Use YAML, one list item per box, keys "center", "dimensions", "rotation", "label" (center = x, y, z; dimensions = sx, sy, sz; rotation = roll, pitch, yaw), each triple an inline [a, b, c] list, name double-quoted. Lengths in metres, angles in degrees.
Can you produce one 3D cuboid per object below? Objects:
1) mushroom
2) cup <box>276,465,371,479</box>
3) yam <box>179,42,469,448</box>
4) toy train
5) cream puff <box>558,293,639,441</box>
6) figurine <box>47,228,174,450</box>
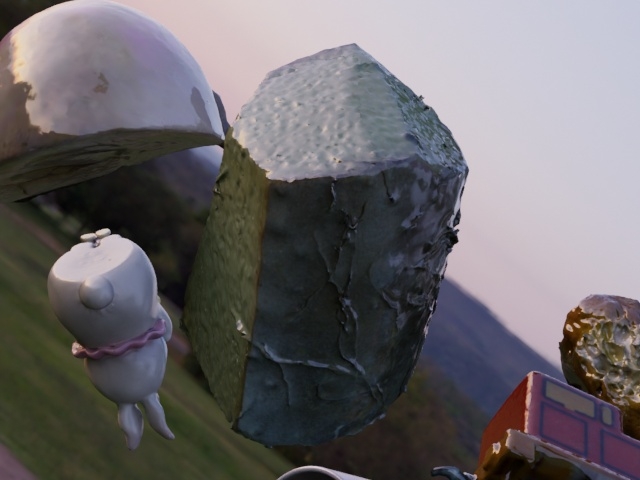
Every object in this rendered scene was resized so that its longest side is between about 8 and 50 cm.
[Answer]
- center: [-0.220, -0.131, 1.050]
  dimensions: [0.173, 0.236, 0.162]
  rotation: [26, 49, -77]
  label: "mushroom"
- center: [0.075, 0.451, 1.835]
  dimensions: [0.317, 0.212, 0.212]
  rotation: [23, 12, -47]
  label: "cup"
- center: [0.005, 0.001, 0.990]
  dimensions: [0.202, 0.201, 0.271]
  rotation: [-123, -153, -45]
  label: "yam"
- center: [0.271, 0.271, 1.223]
  dimensions: [0.369, 0.163, 0.231]
  rotation: [24, 39, -7]
  label: "toy train"
- center: [0.440, 0.203, 1.840]
  dimensions: [0.241, 0.155, 0.269]
  rotation: [-103, 172, -88]
  label: "cream puff"
- center: [-0.237, 0.119, 1.520]
  dimensions: [0.155, 0.127, 0.235]
  rotation: [-134, -153, -60]
  label: "figurine"
